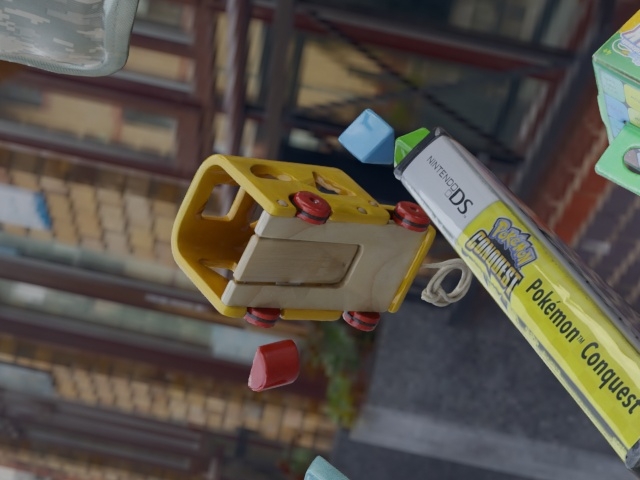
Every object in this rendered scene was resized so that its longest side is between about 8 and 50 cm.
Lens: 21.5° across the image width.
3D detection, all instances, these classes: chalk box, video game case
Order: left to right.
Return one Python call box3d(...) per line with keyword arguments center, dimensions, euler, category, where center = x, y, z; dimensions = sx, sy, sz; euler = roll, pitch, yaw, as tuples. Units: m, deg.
box3d(center=(0.170, 0.085, 0.772), dimensions=(0.035, 0.275, 0.248), euler=(-46, 33, 8), category="video game case")
box3d(center=(0.322, -0.125, 1.431), dimensions=(0.213, 0.132, 0.132), euler=(-44, -38, -17), category="chalk box")

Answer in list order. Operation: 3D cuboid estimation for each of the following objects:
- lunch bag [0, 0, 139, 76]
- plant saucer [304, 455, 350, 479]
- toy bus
box3d(center=(-0.183, -0.180, 0.749), dimensions=(0.287, 0.235, 0.169), euler=(-94, 20, -65), category="lunch bag")
box3d(center=(-0.007, 0.264, 1.299), dimensions=(0.018, 0.067, 0.192), euler=(-10, -58, -42), category="plant saucer")
box3d(center=(-0.006, -0.005, 1.203), dimensions=(0.104, 0.191, 0.202), euler=(45, 162, 38), category="toy bus")
